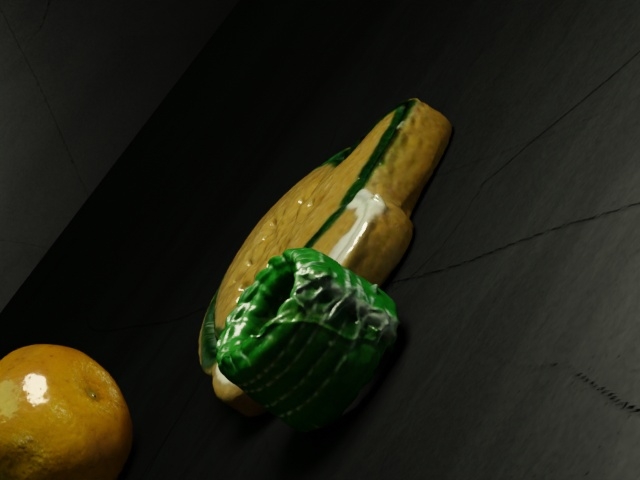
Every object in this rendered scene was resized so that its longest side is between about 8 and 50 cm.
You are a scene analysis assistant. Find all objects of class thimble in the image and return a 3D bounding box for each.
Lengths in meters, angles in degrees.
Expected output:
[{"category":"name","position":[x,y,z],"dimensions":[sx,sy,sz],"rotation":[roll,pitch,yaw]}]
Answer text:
[{"category":"thimble","position":[-0.009,0.067,1.202],"dimensions":[0.130,0.090,0.118],"rotation":[-34,24,56]}]

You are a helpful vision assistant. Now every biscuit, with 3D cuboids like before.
[{"category":"biscuit","position":[-0.002,-0.001,1.445],"dimensions":[0.287,0.057,0.344],"rotation":[-49,13,8]}]

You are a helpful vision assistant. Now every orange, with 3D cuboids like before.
[{"category":"orange","position":[-0.248,0.172,1.592],"dimensions":[0.134,0.155,0.155],"rotation":[-35,18,21]}]
